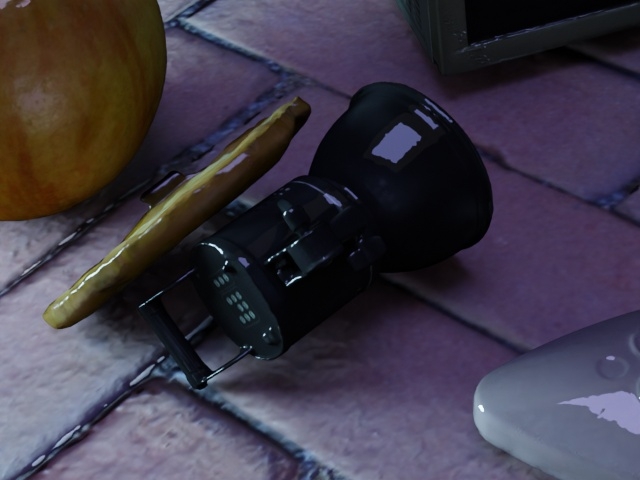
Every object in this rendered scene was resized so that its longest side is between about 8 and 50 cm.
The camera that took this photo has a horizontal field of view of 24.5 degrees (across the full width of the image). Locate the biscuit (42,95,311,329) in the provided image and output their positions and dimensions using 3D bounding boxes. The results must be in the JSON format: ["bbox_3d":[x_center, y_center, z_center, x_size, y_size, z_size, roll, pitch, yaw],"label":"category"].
[{"bbox_3d":[-0.108,-0.020,1.116,0.260,0.041,0.203,-41,12,4],"label":"biscuit"}]

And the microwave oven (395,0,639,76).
[{"bbox_3d":[0.231,-0.322,1.334,0.355,0.218,0.286,-16,40,-6],"label":"microwave oven"}]

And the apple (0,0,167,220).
[{"bbox_3d":[-0.266,-0.149,1.227,0.286,0.233,0.286,-3,39,3],"label":"apple"}]

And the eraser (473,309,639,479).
[{"bbox_3d":[0.223,0.103,0.974,0.243,0.059,0.204,-1,42,4],"label":"eraser"}]

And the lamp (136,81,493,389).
[{"bbox_3d":[0.000,0.000,1.057,0.227,0.147,0.172,-37,4,-30],"label":"lamp"}]
